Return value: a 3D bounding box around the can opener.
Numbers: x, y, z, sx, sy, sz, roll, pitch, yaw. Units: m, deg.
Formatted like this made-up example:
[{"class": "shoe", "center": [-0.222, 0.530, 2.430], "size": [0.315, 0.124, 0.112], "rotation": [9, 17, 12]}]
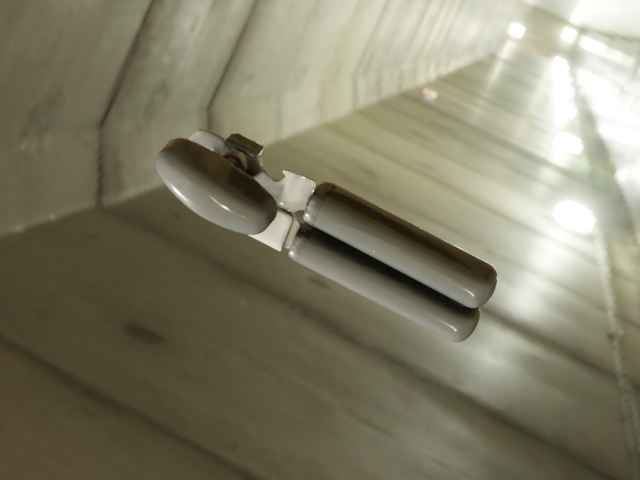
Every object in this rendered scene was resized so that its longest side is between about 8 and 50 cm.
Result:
[{"class": "can opener", "center": [0.000, 0.000, 1.079], "size": [0.093, 0.280, 0.074], "rotation": [-59, -7, -54]}]
